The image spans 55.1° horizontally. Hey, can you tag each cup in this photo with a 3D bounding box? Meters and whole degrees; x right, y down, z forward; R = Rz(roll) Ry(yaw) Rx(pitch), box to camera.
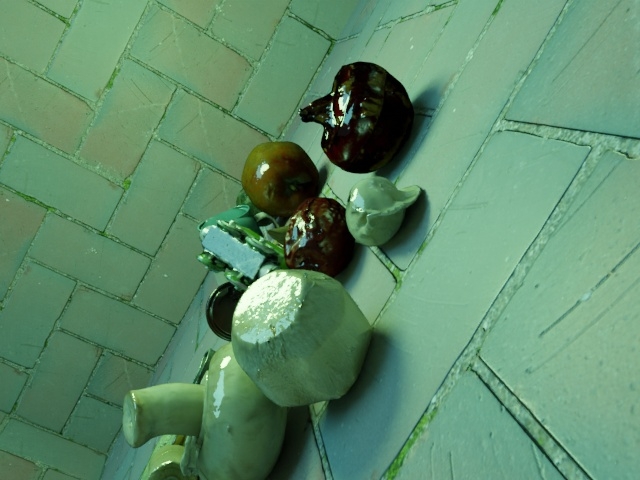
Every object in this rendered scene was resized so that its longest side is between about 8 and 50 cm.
[{"bbox_3d":[-0.276,0.015,2.218,0.289,0.258,0.219,-26,28,-16],"label":"cup"},{"bbox_3d":[-0.286,0.245,2.017,0.196,0.196,0.280,-67,8,-19],"label":"cup"}]

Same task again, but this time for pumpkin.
[{"bbox_3d":[-0.199,-0.191,2.453,0.300,0.207,0.300,-50,6,7],"label":"pumpkin"}]

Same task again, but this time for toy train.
[{"bbox_3d":[-0.225,0.056,1.923,0.307,0.249,0.174,29,93,31],"label":"toy train"}]

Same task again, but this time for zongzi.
[{"bbox_3d":[-0.057,-0.057,1.767,0.081,0.178,0.189,-4,57,52],"label":"zongzi"}]

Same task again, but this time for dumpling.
[{"bbox_3d":[-0.286,0.526,1.568,0.229,0.151,0.124,-58,42,15],"label":"dumpling"},{"bbox_3d":[0.133,-0.073,1.301,0.172,0.142,0.247,-28,6,-6],"label":"dumpling"}]

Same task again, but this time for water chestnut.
[{"bbox_3d":[0.085,-0.316,1.562,0.300,0.300,0.300,-55,16,25],"label":"water chestnut"}]

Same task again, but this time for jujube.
[{"bbox_3d":[0.000,0.000,1.506,0.183,0.183,0.243,-53,9,31],"label":"jujube"}]

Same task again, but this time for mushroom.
[{"bbox_3d":[-0.187,0.364,1.264,0.315,0.315,0.356,-60,-24,8],"label":"mushroom"}]

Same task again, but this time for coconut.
[{"bbox_3d":[-0.029,0.187,1.145,0.244,0.247,0.245,-23,40,21],"label":"coconut"}]

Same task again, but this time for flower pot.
[{"bbox_3d":[-0.364,0.477,1.992,0.103,0.108,0.229,-31,33,64],"label":"flower pot"}]

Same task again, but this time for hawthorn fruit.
[{"bbox_3d":[-0.133,-0.204,2.158,0.268,0.267,0.301,-59,30,12],"label":"hawthorn fruit"}]

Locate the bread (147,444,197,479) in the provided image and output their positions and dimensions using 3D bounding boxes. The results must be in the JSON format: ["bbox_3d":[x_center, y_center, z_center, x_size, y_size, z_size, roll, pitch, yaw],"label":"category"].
[{"bbox_3d":[-0.418,0.674,1.748,0.134,0.148,0.141,-26,8,-10],"label":"bread"}]

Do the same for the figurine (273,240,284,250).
[{"bbox_3d":[-0.142,0.019,2.175,0.047,0.050,0.083,-59,14,-11],"label":"figurine"}]

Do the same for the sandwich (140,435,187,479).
[{"bbox_3d":[-0.498,0.735,2.013,0.273,0.095,0.249,-40,26,53],"label":"sandwich"}]
